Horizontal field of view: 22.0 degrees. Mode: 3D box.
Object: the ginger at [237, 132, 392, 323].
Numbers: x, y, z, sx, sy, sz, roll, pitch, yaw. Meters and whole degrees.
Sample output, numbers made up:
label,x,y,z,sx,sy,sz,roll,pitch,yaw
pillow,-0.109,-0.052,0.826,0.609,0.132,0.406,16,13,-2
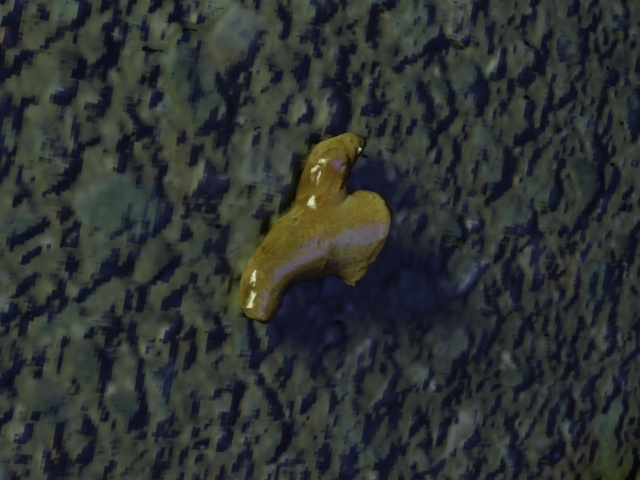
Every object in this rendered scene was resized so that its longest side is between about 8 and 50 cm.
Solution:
label,x,y,z,sx,sy,sz,roll,pitch,yaw
ginger,0.001,0.000,0.715,0.048,0.030,0.097,31,71,-5
